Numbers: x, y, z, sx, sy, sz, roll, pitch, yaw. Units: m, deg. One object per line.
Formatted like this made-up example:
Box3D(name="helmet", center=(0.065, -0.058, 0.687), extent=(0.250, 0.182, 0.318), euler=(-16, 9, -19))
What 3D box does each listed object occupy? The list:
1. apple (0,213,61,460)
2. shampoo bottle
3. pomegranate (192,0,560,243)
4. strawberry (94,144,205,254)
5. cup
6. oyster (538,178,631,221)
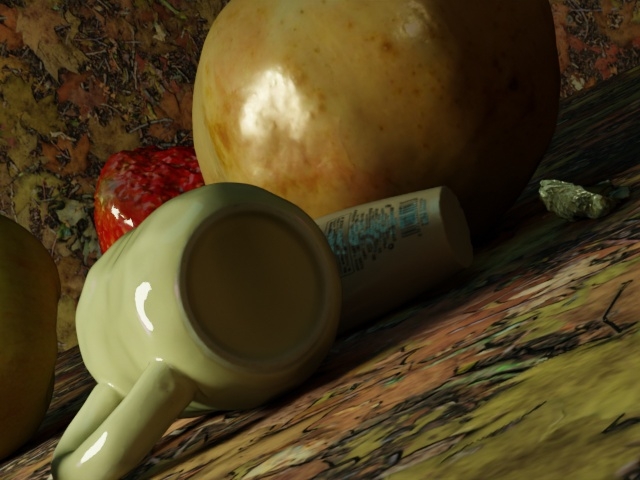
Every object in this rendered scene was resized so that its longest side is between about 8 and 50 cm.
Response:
Box3D(name="apple", center=(-0.456, 0.124, 1.518), extent=(0.305, 0.339, 0.338), euler=(-10, -2, -18))
Box3D(name="shampoo bottle", center=(0.010, 0.031, 1.163), extent=(0.256, 0.127, 0.078), euler=(-20, -36, 24))
Box3D(name="pomegranate", center=(0.050, -0.165, 1.334), extent=(0.411, 0.411, 0.411), euler=(-27, 3, 2))
Box3D(name="strawberry", center=(-0.161, -0.009, 1.531), extent=(0.257, 0.257, 0.277), euler=(-25, -38, 23))
Box3D(name="cup", center=(-0.122, 0.069, 1.003), extent=(0.255, 0.173, 0.202), euler=(-28, 2, -29))
Box3D(name="oyster", center=(0.236, -0.035, 1.117), extent=(0.100, 0.037, 0.098), euler=(-3, 6, -41))
